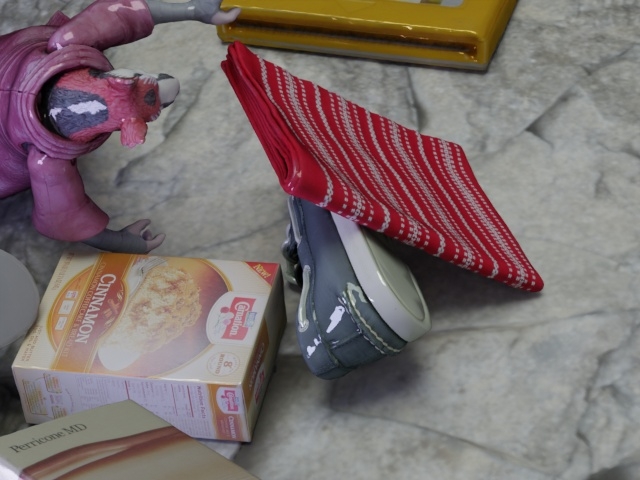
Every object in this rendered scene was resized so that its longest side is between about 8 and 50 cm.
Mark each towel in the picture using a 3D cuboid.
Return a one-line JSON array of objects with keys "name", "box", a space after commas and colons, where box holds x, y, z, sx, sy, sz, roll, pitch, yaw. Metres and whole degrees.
[{"name": "towel", "box": [0.051, -0.059, 1.445, 0.275, 0.031, 0.199, 22, 27, -34]}]

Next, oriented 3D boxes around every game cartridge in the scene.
[{"name": "game cartridge", "box": [0.076, -0.299, 1.834, 0.285, 0.052, 0.323, 8, 44, 17]}]

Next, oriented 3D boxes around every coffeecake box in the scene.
[{"name": "coffeecake box", "box": [-0.133, 0.082, 1.410, 0.185, 0.068, 0.142, 4, 41, 11]}]

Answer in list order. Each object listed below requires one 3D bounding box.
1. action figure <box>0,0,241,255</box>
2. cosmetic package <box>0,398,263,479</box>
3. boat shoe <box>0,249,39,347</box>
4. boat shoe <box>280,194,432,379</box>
[{"name": "action figure", "box": [-0.234, -0.130, 1.467, 0.276, 0.248, 0.370, 16, -5, -25]}, {"name": "cosmetic package", "box": [-0.081, 0.233, 1.148, 0.296, 0.129, 0.153, 25, 24, 32]}, {"name": "boat shoe", "box": [-0.346, 0.065, 1.335, 0.267, 0.096, 0.088, -16, -2, -37]}, {"name": "boat shoe", "box": [0.000, 0.000, 1.452, 0.099, 0.116, 0.319, -39, 32, 11]}]
